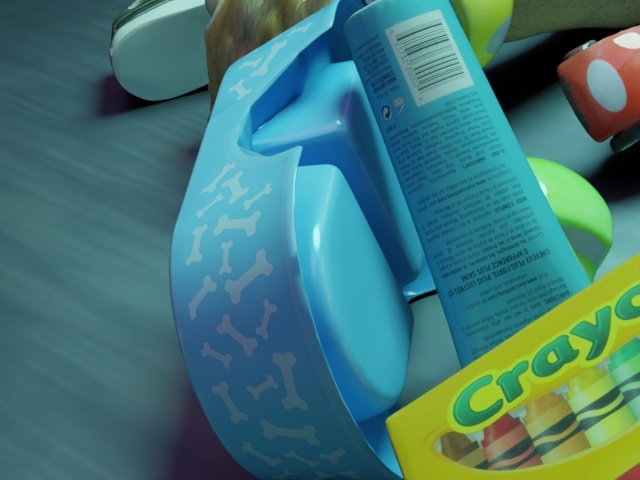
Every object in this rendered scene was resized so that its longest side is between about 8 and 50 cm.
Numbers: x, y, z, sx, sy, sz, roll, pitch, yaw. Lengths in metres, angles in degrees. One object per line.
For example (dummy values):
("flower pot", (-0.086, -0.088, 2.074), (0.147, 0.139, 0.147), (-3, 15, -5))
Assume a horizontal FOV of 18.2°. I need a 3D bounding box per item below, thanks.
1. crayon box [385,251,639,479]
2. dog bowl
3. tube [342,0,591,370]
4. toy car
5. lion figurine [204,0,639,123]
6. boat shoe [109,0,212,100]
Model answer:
("crayon box", (0.146, 0.101, 0.771), (0.202, 0.081, 0.318), (-35, 31, 8))
("dog bowl", (0.000, 0.000, 0.974), (0.074, 0.166, 0.297), (-17, 31, 18))
("tube", (0.073, -0.019, 0.948), (0.080, 0.207, 0.052), (-25, -9, 18))
("toy car", (0.119, -0.054, 1.021), (0.053, 0.239, 0.225), (-38, 40, 45))
("lion figurine", (0.122, -0.173, 1.181), (0.392, 0.240, 0.142), (-8, 40, -19))
("boat shoe", (-0.034, -0.159, 1.298), (0.219, 0.078, 0.070), (-16, 33, 2))
